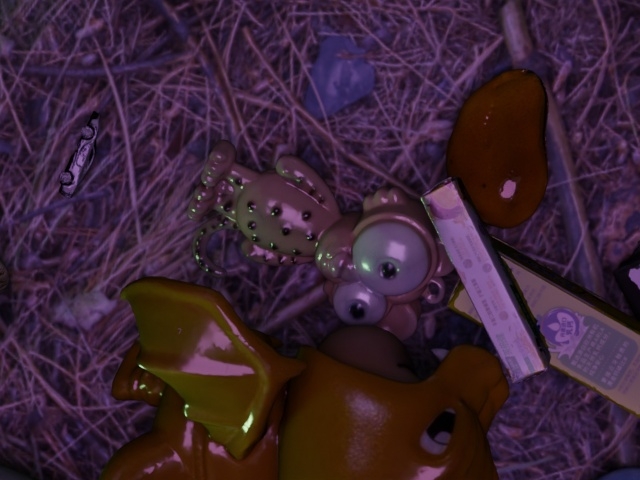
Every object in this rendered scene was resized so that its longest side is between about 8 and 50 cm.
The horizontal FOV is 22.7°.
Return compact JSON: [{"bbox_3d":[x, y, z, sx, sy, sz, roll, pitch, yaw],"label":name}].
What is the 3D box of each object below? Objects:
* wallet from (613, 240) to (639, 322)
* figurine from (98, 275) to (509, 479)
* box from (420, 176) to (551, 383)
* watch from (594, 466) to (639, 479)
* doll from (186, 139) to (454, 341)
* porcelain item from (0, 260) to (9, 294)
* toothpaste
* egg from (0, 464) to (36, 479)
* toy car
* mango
[{"bbox_3d":[0.466,0.147,1.662,0.197,0.051,0.378,-26,96,5],"label":"wallet"},{"bbox_3d":[-0.029,0.240,1.537,0.387,0.268,0.401,5,92,19],"label":"figurine"},{"bbox_3d":[0.160,0.037,1.530,0.041,0.050,0.207,-26,91,12],"label":"box"},{"bbox_3d":[0.328,0.365,1.634,0.211,0.211,0.193,-20,120,2],"label":"watch"},{"bbox_3d":[0.000,-0.002,1.607,0.278,0.119,0.154,18,117,6],"label":"doll"},{"bbox_3d":[-0.421,0.091,1.585,0.252,0.253,0.253,0,97,-1],"label":"porcelain item"},{"bbox_3d":[0.285,0.107,1.599,0.327,0.110,0.077,30,101,5],"label":"toothpaste"},{"bbox_3d":[-0.320,0.329,1.605,0.183,0.183,0.264,-44,89,4],"label":"egg"},{"bbox_3d":[-0.242,-0.088,1.628,0.025,0.041,0.093,25,97,-7],"label":"toy car"},{"bbox_3d":[0.182,-0.091,1.617,0.105,0.084,0.159,7,76,14],"label":"mango"}]
